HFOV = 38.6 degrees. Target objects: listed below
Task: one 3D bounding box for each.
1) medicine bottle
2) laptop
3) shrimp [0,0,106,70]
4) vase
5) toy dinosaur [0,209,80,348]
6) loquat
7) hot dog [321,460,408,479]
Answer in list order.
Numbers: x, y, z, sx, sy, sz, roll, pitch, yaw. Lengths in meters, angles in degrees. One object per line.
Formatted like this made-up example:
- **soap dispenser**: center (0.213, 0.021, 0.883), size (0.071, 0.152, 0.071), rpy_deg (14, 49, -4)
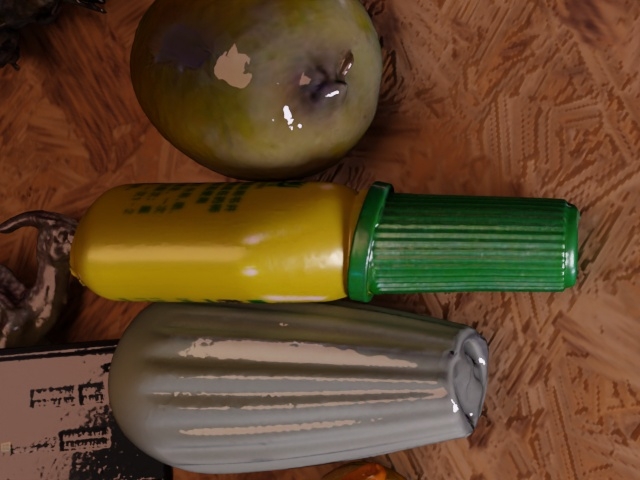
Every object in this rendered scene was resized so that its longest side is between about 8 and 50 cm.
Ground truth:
- **medicine bottle**: center (0.000, 0.000, 0.562), size (0.308, 0.111, 0.076), rpy_deg (-1, 110, 16)
- **laptop**: center (-0.222, 0.152, 0.750), size (0.197, 0.016, 0.135), rpy_deg (-5, 88, 5)
- **shrimp**: center (-0.316, -0.209, 0.826), size (0.372, 0.137, 0.172), rpy_deg (31, 144, 40)
- **vase**: center (-0.015, 0.091, 0.600), size (0.248, 0.128, 0.128), rpy_deg (-4, 87, 28)
- **toy dinosaur**: center (-0.313, 0.082, 0.811), size (0.294, 0.077, 0.162), rpy_deg (-20, 77, 3)
- **loquat**: center (-0.049, -0.118, 0.612), size (0.195, 0.152, 0.152), rpy_deg (24, 103, 42)
- **hot dog**: center (0.055, 0.306, 0.543), size (0.158, 0.117, 0.349), rpy_deg (-38, 68, 29)
